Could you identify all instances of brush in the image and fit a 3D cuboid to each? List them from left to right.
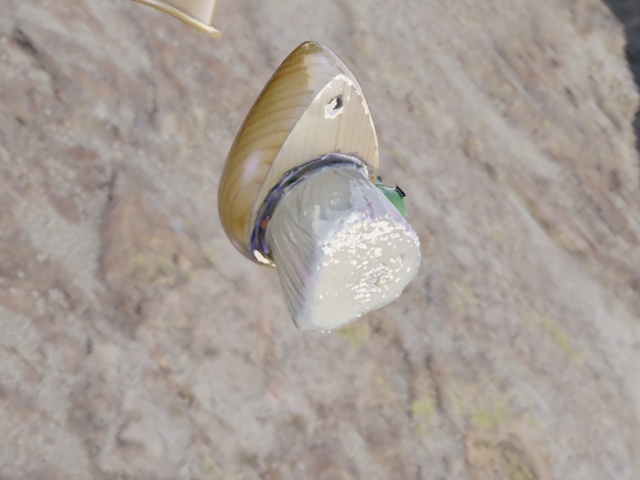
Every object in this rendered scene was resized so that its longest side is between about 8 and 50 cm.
[{"bbox_3d":[0.006,-0.055,1.327,0.174,0.266,0.166,-18,46,-28],"label":"brush"}]

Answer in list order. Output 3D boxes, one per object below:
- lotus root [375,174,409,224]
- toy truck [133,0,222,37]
[{"bbox_3d":[0.000,0.000,1.691,0.186,0.186,0.186,39,24,-21],"label":"lotus root"},{"bbox_3d":[-0.227,-0.425,1.824,0.288,0.211,0.204,26,6,-9],"label":"toy truck"}]
